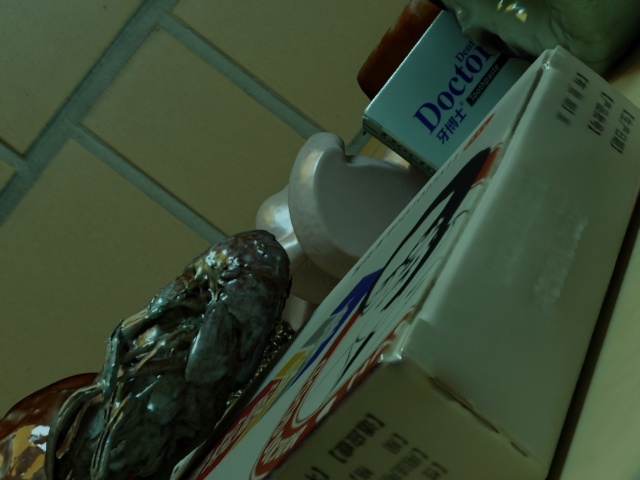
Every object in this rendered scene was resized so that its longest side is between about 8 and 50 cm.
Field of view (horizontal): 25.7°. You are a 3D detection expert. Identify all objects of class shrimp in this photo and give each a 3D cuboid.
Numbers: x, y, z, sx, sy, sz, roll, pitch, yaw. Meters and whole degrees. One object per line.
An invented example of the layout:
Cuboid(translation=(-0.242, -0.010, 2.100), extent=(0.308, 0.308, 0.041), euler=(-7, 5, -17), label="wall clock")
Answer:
Cuboid(translation=(-0.078, 0.075, 0.649), extent=(0.190, 0.075, 0.073), euler=(-47, 22, -9), label="shrimp")

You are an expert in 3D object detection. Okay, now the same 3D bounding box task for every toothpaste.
Cuboid(translation=(0.151, -0.173, 0.903), extent=(0.313, 0.089, 0.071), euler=(-53, -2, -3), label="toothpaste")

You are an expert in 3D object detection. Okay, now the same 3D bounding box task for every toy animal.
Cuboid(translation=(0.000, -0.002, 1.011), extent=(0.124, 0.124, 0.212), euler=(-54, 7, -24), label="toy animal")

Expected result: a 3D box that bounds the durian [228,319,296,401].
Cuboid(translation=(-0.050, 0.086, 1.181), extent=(0.140, 0.071, 0.110), euler=(-47, 4, 3), label="durian")

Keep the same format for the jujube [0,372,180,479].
Cuboid(translation=(-0.164, 0.200, 0.936), extent=(0.168, 0.168, 0.236), euler=(-58, -8, -61), label="jujube")

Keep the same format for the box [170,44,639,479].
Cuboid(translation=(-0.012, 0.099, 0.566), extent=(0.353, 0.069, 0.214), euler=(-48, 5, 38), label="box")

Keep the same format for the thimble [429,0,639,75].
Cuboid(translation=(0.101, -0.210, 0.762), extent=(0.150, 0.237, 0.237), euler=(-51, 3, -2), label="thimble")

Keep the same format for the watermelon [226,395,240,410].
Cuboid(translation=(-0.173, 0.201, 1.131), extent=(0.204, 0.127, 0.232), euler=(-59, 7, -22), label="watermelon")

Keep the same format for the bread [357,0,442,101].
Cuboid(translation=(0.159, -0.216, 1.097), extent=(0.327, 0.114, 0.295), euler=(-55, 5, -26), label="bread")
